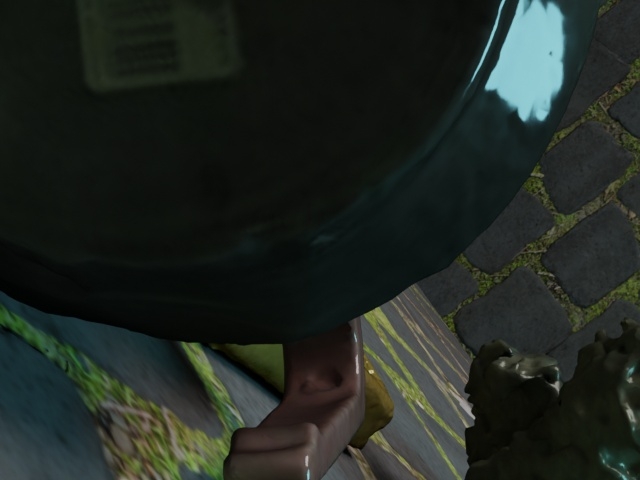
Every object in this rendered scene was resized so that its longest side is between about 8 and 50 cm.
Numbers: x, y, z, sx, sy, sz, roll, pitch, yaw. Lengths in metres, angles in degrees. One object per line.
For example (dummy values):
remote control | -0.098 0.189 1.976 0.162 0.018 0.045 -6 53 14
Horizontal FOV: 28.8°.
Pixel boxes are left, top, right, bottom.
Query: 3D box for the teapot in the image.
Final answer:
teapot | -0.026 -0.080 0.580 0.362 0.305 0.376 -19 103 -80

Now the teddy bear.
teddy bear | 0.214 0.230 0.979 0.367 0.224 0.357 -82 147 -86

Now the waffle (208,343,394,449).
waffle | -0.047 0.033 0.864 0.274 0.057 0.168 45 8 -51
